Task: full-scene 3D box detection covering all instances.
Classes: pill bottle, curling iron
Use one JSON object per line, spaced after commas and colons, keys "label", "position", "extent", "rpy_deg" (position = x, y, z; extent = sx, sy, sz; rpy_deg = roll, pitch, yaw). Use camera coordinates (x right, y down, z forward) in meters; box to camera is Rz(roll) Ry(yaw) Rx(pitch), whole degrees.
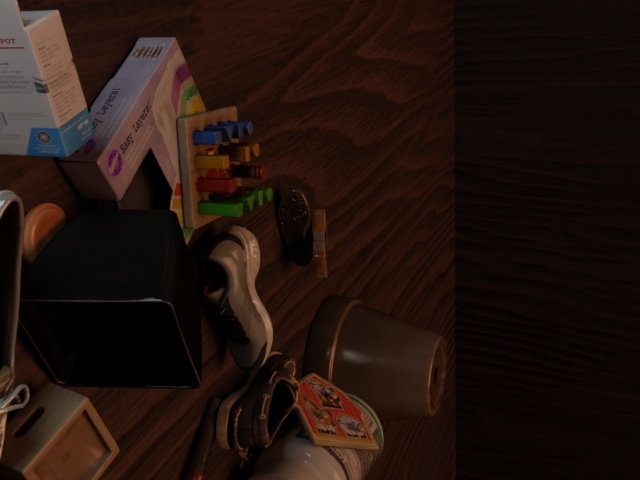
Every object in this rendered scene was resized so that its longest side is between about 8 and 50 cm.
{"label": "pill bottle", "position": [-0.016, 0.465, 1.661], "extent": [0.361, 0.204, 0.204], "rpy_deg": [-31, 123, -64]}
{"label": "curling iron", "position": [-0.211, 0.397, 1.375], "extent": [0.068, 0.035, 0.274], "rpy_deg": [101, -1, -65]}

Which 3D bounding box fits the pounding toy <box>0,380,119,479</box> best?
{"label": "pounding toy", "position": [-0.319, 0.245, 0.991], "extent": [0.141, 0.100, 0.130], "rpy_deg": [-53, 143, -37]}

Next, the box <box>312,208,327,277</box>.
{"label": "box", "position": [0.000, 0.000, 1.698], "extent": [0.081, 0.028, 0.136], "rpy_deg": [83, 8, -54]}

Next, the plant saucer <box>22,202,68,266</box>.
{"label": "plant saucer", "position": [-0.331, -0.004, 0.991], "extent": [0.083, 0.013, 0.083], "rpy_deg": [4, 90, -70]}

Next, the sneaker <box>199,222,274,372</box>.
{"label": "sneaker", "position": [-0.154, 0.110, 1.394], "extent": [0.108, 0.100, 0.271], "rpy_deg": [-36, 125, -46]}

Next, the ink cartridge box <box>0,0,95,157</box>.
{"label": "ink cartridge box", "position": [-0.317, -0.182, 0.860], "extent": [0.060, 0.104, 0.180], "rpy_deg": [-57, 146, -51]}

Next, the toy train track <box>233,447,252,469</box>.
{"label": "toy train track", "position": [-0.148, 0.410, 1.566], "extent": [0.083, 0.014, 0.048], "rpy_deg": [67, 34, -50]}

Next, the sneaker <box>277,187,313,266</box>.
{"label": "sneaker", "position": [-0.050, -0.038, 1.683], "extent": [0.071, 0.066, 0.188], "rpy_deg": [-85, 173, -54]}

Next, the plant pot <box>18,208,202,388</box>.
{"label": "plant pot", "position": [-0.240, 0.063, 1.005], "extent": [0.187, 0.188, 0.167], "rpy_deg": [83, 10, -50]}

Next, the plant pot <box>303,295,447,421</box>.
{"label": "plant pot", "position": [0.145, 0.306, 1.947], "extent": [0.323, 0.280, 0.323], "rpy_deg": [6, 90, -70]}

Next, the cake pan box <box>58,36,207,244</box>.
{"label": "cake pan box", "position": [-0.237, -0.109, 1.145], "extent": [0.245, 0.070, 0.267], "rpy_deg": [70, 32, -45]}

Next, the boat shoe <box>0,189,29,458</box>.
{"label": "boat shoe", "position": [-0.353, 0.104, 0.828], "extent": [0.118, 0.103, 0.320], "rpy_deg": [-6, 100, -68]}

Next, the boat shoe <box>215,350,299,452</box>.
{"label": "boat shoe", "position": [-0.095, 0.298, 1.541], "extent": [0.324, 0.097, 0.116], "rpy_deg": [-38, 128, -70]}

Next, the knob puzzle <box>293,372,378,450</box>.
{"label": "knob puzzle", "position": [0.021, 0.337, 1.658], "extent": [0.030, 0.213, 0.213], "rpy_deg": [-56, 170, 23]}

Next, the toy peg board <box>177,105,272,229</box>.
{"label": "toy peg board", "position": [-0.133, -0.111, 1.215], "extent": [0.161, 0.079, 0.160], "rpy_deg": [-37, 129, -65]}
